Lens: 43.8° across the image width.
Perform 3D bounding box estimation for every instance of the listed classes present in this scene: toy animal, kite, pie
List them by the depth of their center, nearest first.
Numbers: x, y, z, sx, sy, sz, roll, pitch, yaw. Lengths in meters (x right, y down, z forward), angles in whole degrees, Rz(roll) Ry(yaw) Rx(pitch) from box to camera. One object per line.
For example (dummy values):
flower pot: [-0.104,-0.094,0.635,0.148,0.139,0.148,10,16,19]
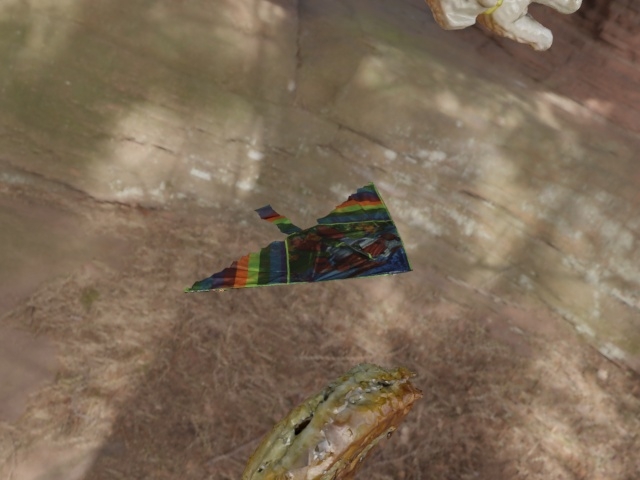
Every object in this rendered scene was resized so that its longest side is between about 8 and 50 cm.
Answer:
kite: [0.000,0.000,0.331,0.122,0.004,0.090,-27,35,-37]
toy animal: [0.171,-0.302,0.909,0.185,0.104,0.184,-8,48,-33]
pie: [0.001,0.252,0.927,0.085,0.308,0.308,42,33,21]
